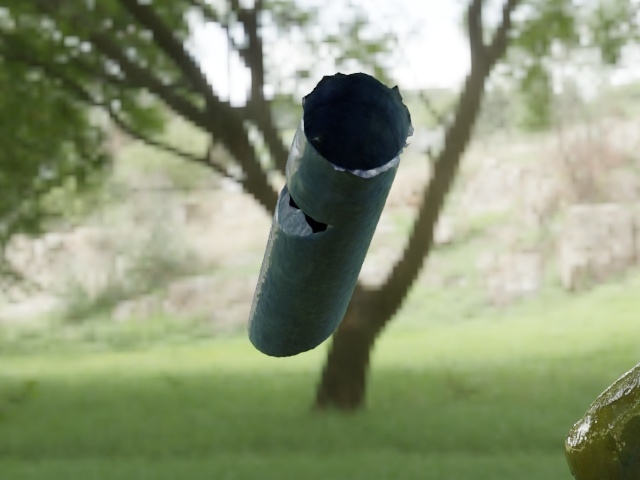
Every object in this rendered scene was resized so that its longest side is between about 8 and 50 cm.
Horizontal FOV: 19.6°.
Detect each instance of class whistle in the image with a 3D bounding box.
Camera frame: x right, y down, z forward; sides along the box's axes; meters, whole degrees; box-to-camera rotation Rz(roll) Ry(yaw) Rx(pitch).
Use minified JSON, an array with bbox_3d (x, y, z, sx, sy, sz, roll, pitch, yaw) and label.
[{"bbox_3d":[0.000,0.000,1.066,0.062,0.062,0.304,-1,-23,-9],"label":"whistle"}]

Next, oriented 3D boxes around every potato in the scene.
[{"bbox_3d":[0.218,0.112,1.113,0.085,0.105,0.188,-17,-12,-40],"label":"potato"}]
